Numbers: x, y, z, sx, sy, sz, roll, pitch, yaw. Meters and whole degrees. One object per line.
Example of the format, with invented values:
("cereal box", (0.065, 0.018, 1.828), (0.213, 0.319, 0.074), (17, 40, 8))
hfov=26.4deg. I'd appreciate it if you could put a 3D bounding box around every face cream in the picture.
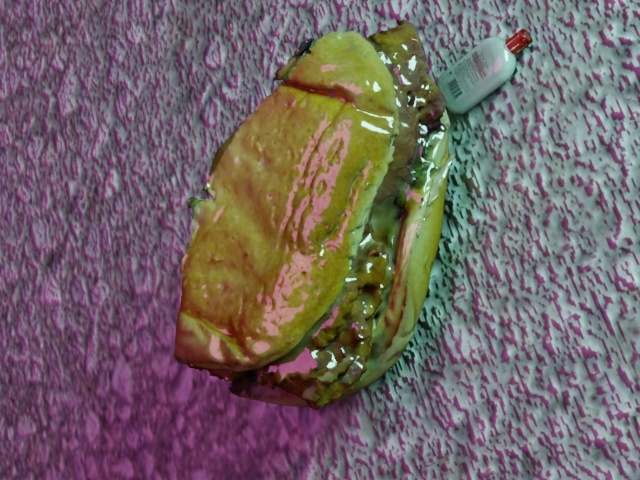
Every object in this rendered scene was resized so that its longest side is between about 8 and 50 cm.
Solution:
("face cream", (0.127, -0.133, 1.049), (0.083, 0.021, 0.040), (-37, 58, 31))

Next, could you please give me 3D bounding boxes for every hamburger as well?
("hamburger", (0.000, 0.000, 1.048), (0.282, 0.155, 0.245), (-33, 63, 30))
